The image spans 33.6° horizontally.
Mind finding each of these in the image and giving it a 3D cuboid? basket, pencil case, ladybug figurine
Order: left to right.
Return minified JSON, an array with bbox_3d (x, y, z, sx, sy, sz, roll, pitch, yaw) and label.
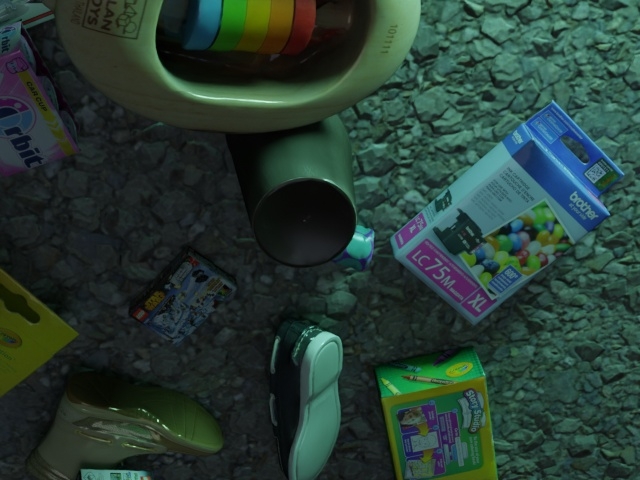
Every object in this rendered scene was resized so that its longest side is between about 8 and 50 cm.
[{"bbox_3d":[-0.101,-0.279,1.222,0.449,0.162,0.305,2,125,-30],"label":"ladybug figurine"},{"bbox_3d":[-0.030,-0.076,1.358,0.154,0.227,0.204,-36,119,14],"label":"basket"},{"bbox_3d":[0.000,0.000,1.501,0.151,0.064,0.070,13,124,-15],"label":"pencil case"}]

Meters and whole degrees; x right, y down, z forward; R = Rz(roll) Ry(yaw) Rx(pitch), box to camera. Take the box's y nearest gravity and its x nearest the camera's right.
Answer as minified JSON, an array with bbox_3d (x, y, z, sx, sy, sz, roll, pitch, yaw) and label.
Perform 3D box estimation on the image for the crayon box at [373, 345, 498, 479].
[{"bbox_3d":[0.190,0.314,1.702,0.165,0.081,0.278,-12,121,-1],"label":"crayon box"}]

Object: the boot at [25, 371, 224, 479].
[{"bbox_3d":[-0.302,0.322,1.637,0.262,0.095,0.203,20,120,-25],"label":"boot"}]

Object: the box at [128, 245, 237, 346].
[{"bbox_3d":[-0.201,0.083,1.545,0.094,0.027,0.137,38,109,-26],"label":"box"}]

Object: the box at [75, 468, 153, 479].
[{"bbox_3d":[-0.342,0.425,1.642,0.114,0.036,0.207,8,134,-25],"label":"box"}]

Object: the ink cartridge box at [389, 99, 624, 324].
[{"bbox_3d":[0.274,-0.034,1.521,0.311,0.065,0.186,-43,117,15],"label":"ink cartridge box"}]

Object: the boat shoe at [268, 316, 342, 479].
[{"bbox_3d":[-0.030,0.250,1.634,0.114,0.091,0.302,-25,133,-46],"label":"boat shoe"}]

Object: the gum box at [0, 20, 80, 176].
[{"bbox_3d":[-0.384,-0.170,1.327,0.107,0.062,0.188,-17,138,3],"label":"gum box"}]

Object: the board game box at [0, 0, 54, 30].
[{"bbox_3d":[-0.317,-0.380,1.247,0.317,0.046,0.213,-20,122,5],"label":"board game box"}]

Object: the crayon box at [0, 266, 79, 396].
[{"bbox_3d":[-0.521,0.145,1.510,0.318,0.081,0.202,-36,118,14],"label":"crayon box"}]
